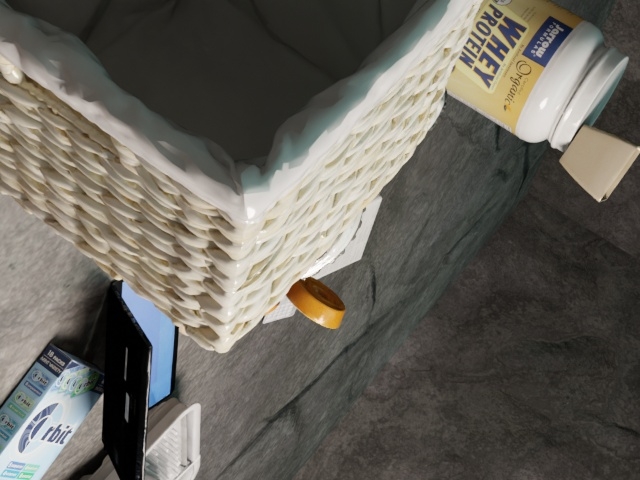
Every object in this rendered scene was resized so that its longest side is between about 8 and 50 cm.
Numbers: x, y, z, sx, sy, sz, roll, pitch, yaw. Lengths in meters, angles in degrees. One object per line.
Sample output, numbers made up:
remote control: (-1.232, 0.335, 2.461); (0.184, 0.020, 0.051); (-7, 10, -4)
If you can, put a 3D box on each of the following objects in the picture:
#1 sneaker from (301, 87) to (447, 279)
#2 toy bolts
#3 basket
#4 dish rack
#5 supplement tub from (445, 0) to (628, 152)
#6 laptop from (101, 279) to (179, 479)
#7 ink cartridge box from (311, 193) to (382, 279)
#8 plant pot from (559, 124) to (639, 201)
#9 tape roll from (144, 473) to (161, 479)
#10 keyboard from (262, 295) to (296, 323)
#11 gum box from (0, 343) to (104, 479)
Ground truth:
sneaker: (0.008, -0.079, 1.029); (0.108, 0.100, 0.271); (21, 108, -46)
toy bolts: (-0.105, 0.095, 1.512); (0.158, 0.218, 0.228); (-54, 147, 15)
basket: (-0.088, -0.154, 0.799); (0.331, 0.328, 0.266); (-48, 167, -28)
dish rack: (-0.315, 0.412, 1.712); (0.285, 0.072, 0.333); (-45, 161, -31)
supplement tub: (0.346, -0.312, 1.780); (0.228, 0.316, 0.228); (-50, 163, -21)
laptop: (-0.205, 0.170, 1.314); (0.136, 0.264, 0.234); (-5, 114, -26)
ink cartridge box: (0.000, 0.000, 1.910); (0.224, 0.056, 0.181); (-22, 147, -32)
plant pot: (0.464, -0.138, 1.713); (0.109, 0.096, 0.109); (-57, 164, 16)
tape roll: (-0.295, 0.508, 1.575); (0.286, 0.100, 0.286); (-58, 162, -31)
keyboard: (-0.044, 0.062, 1.872); (0.072, 0.014, 0.256); (-19, 146, -38)
gum box: (-0.352, 0.227, 1.284); (0.184, 0.041, 0.157); (-55, 164, -9)
